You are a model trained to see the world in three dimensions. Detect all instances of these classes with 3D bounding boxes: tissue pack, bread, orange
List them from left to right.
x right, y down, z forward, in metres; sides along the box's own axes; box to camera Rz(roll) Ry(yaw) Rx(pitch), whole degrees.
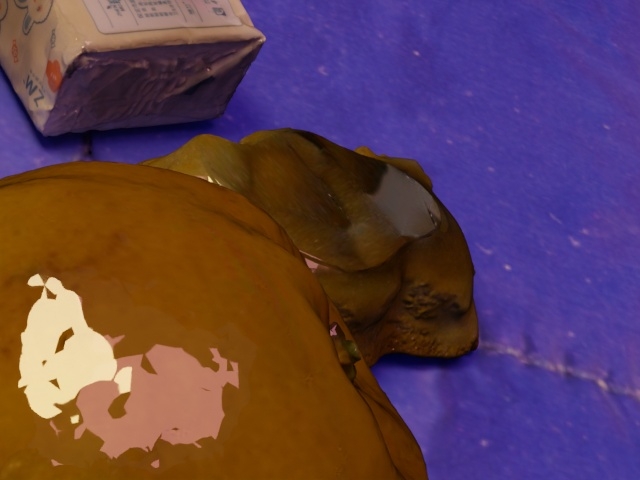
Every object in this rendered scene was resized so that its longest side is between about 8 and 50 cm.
[{"bbox_3d":[-0.149,-0.166,1.004,0.148,0.092,0.196,-10,55,-38],"label":"tissue pack"},{"bbox_3d":[-0.082,0.096,0.662,0.279,0.235,0.279,49,14,-17],"label":"orange"},{"bbox_3d":[0.000,0.000,0.940,0.233,0.088,0.161,-6,49,-38],"label":"bread"}]
